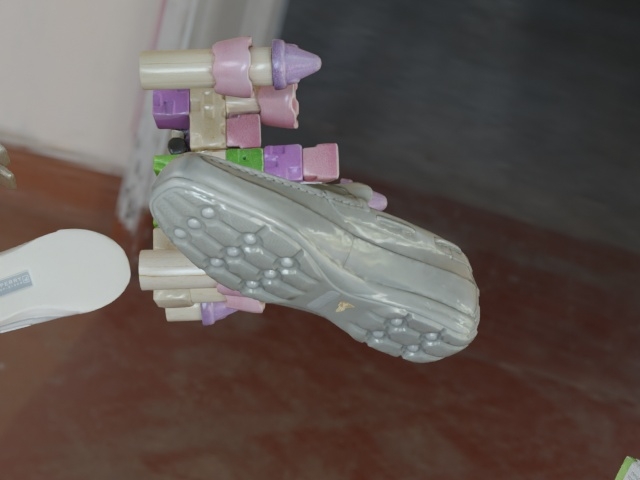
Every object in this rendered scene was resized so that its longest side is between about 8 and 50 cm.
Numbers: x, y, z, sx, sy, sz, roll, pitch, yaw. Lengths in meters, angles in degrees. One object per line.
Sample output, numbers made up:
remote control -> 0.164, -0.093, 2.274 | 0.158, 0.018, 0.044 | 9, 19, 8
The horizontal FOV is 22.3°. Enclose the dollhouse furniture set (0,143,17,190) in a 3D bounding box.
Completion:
dollhouse furniture set -> -0.384, 0.025, 1.492 | 0.135, 0.262, 0.259 | 40, -16, 6

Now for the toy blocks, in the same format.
toy blocks -> -0.053, -0.053, 1.796 | 0.260, 0.288, 0.309 | -2, -14, 1

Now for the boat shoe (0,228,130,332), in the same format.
boat shoe -> -0.226, 0.039, 1.203 | 0.063, 0.066, 0.184 | -17, 5, 46

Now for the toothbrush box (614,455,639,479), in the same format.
toothbrush box -> 0.231, 0.321, 1.076 | 0.122, 0.283, 0.206 | 23, 9, -22

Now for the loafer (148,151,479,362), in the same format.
loafer -> 0.000, 0.000, 1.345 | 0.319, 0.112, 0.111 | 28, 52, -31
